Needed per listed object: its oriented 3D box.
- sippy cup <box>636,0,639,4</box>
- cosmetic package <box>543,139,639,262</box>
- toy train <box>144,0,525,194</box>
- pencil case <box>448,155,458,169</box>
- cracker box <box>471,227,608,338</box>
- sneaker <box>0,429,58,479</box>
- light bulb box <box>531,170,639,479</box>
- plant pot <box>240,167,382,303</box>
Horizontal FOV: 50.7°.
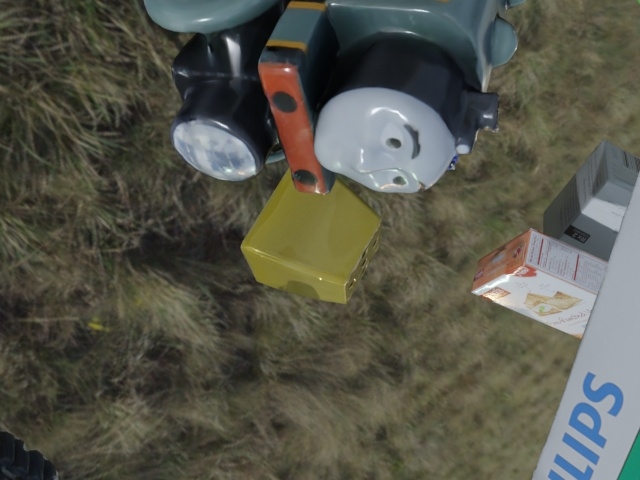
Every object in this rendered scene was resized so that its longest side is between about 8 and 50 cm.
[{"bbox_3d":[0.616,-0.551,1.117,0.305,0.224,0.239,54,35,-54],"label":"sippy cup"},{"bbox_3d":[0.496,-0.039,1.157,0.183,0.151,0.151,-63,180,39],"label":"cosmetic package"},{"bbox_3d":[0.035,-0.167,0.413,0.142,0.190,0.333,73,32,-51],"label":"toy train"},{"bbox_3d":[0.138,-0.155,1.073,0.119,0.133,0.306,-40,-175,-2],"label":"pencil case"},{"bbox_3d":[0.376,0.077,1.048,0.155,0.232,0.067,130,-19,-64],"label":"cracker box"},{"bbox_3d":[-0.201,0.124,0.278,0.110,0.275,0.107,-60,179,27],"label":"sneaker"},{"bbox_3d":[0.360,0.121,0.401,0.225,0.361,0.357,-16,124,-39],"label":"light bulb box"},{"bbox_3d":[0.000,0.000,1.258,0.212,0.187,0.212,-60,166,-16],"label":"plant pot"}]
